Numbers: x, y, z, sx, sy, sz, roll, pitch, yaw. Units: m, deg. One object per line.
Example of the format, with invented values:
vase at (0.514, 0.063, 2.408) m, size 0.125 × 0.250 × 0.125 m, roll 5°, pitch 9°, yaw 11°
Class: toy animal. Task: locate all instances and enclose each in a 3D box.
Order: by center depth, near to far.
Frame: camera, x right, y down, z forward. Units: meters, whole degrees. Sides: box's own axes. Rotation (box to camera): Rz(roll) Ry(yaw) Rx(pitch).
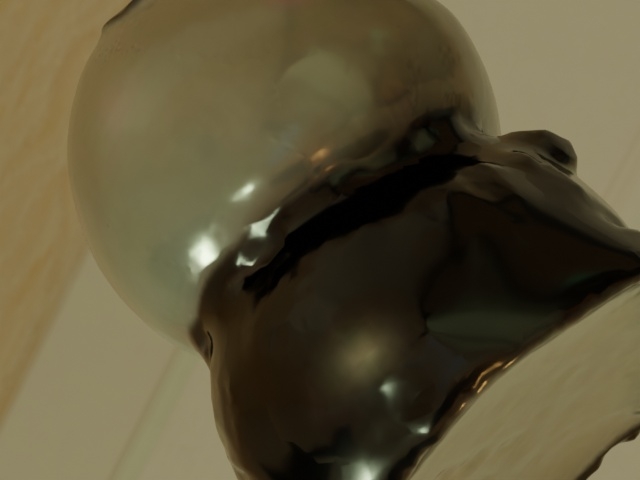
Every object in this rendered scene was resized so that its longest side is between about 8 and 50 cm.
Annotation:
toy animal at (0.009, -0.002, 0.688) m, size 0.235 × 0.165 × 0.187 m, roll 55°, pitch 169°, yaw 28°
